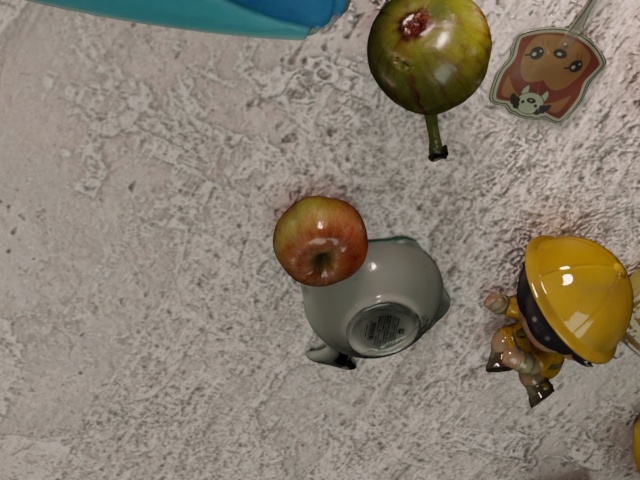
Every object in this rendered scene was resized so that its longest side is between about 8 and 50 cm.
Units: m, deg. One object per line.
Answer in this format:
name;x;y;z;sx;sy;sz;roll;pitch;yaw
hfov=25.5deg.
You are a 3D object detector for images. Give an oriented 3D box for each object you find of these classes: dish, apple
dish;0.072;0.109;1.946;0.224;0.078;0.246;16;124;-23
apple;0.001;-0.002;1.828;0.126;0.102;0.126;-3;133;-3

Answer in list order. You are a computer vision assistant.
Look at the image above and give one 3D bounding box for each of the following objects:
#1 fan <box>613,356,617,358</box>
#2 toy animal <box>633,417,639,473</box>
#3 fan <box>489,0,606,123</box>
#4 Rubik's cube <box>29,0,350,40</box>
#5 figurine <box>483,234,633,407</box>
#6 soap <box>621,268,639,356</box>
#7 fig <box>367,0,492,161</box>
fan;0.405;0.156;2.091;0.080;0.003;0.060;-3;130;-7
toy animal;0.619;0.415;2.115;0.345;0.247;0.278;2;120;24
fan;0.301;-0.238;1.751;0.132;0.009;0.220;15;125;-22
Rubik's cube;-0.125;-0.421;1.308;0.351;0.347;0.352;3;127;-13
figurine;0.325;0.100;1.934;0.167;0.192;0.257;-21;160;-27
soap;0.519;0.130;1.998;0.233;0.076;0.135;42;113;-10
fig;0.143;-0.197;1.697;0.151;0.151;0.259;-20;154;6
